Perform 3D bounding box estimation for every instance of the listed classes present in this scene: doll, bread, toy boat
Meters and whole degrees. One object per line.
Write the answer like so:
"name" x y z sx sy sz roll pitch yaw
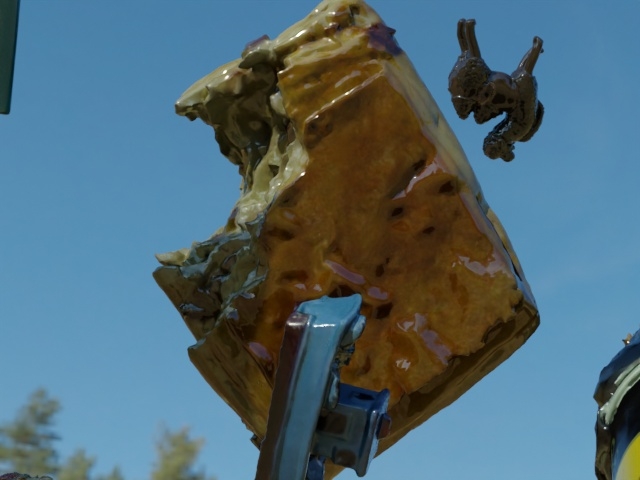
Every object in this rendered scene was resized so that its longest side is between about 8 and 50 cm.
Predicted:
"doll" 0.221 -0.184 1.728 0.139 0.165 0.057 10 4 -18
"bread" 0.000 0.000 1.280 0.314 0.370 0.191 -34 2 -3
"toy boat" 0.005 0.149 1.085 0.097 0.100 0.223 14 -69 8

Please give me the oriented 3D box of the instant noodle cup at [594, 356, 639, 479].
"instant noodle cup" 0.291 0.202 0.953 0.215 0.236 0.215 6 -65 13

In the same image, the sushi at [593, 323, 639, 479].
"sushi" 0.402 0.241 1.432 0.234 0.348 0.207 8 17 17

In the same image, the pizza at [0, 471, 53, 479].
"pizza" -0.291 0.235 1.333 0.078 0.025 0.083 -12 -14 -4

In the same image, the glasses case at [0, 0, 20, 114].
"glasses case" -0.286 -0.252 1.060 0.117 0.301 0.070 7 3 27
